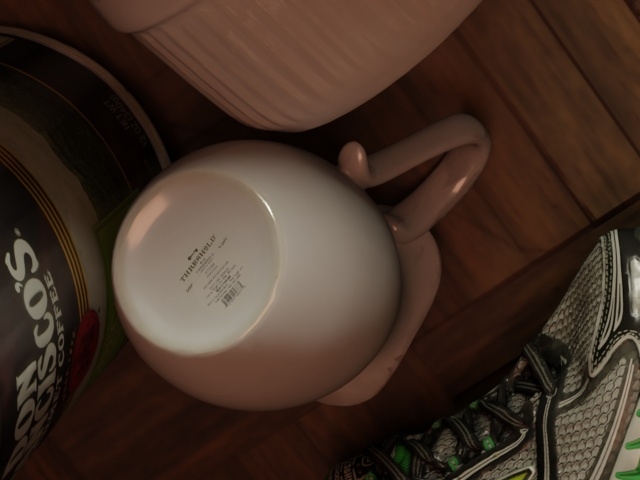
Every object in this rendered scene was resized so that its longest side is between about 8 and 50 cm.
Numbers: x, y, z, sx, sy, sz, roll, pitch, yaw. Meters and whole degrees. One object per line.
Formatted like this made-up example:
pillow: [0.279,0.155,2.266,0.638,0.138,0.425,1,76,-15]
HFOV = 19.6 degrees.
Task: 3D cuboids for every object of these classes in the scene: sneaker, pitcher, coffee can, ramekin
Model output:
sneaker: [0.083,0.137,0.967,0.146,0.134,0.343,28,109,-4]
pitcher: [0.000,0.000,0.895,0.125,0.207,0.177,39,99,22]
coffee can: [-0.198,0.023,0.867,0.202,0.275,0.201,4,109,11]
ramekin: [0.003,-0.144,0.848,0.207,0.207,0.109,-39,110,16]
